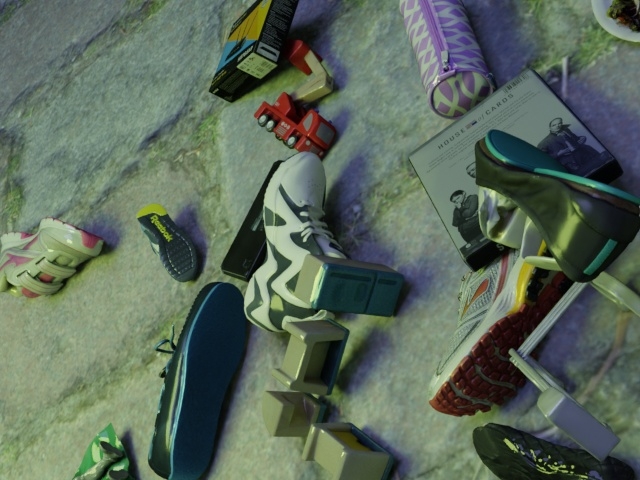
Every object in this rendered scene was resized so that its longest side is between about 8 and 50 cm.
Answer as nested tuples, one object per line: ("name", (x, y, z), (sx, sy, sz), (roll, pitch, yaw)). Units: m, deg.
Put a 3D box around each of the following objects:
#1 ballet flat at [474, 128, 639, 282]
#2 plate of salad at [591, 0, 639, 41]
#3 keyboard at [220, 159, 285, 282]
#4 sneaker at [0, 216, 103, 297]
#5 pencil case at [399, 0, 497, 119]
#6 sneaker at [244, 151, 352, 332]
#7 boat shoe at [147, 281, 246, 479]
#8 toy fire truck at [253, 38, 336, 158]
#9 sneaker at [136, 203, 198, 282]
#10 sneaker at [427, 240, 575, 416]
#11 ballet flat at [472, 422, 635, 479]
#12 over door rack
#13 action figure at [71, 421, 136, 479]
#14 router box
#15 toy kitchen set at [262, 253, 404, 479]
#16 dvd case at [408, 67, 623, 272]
("ballet flat", (0.191, -0.033, 0.935), (0.280, 0.095, 0.096), (-118, 48, -73))
("plate of salad", (0.384, -0.307, 1.129), (0.200, 0.048, 0.199), (-24, 50, 31))
("keyboard", (-0.066, -0.026, 1.403), (0.108, 0.023, 0.180), (13, 75, 55))
("sneaker", (-0.443, 0.038, 1.677), (0.252, 0.103, 0.111), (-16, 58, 45))
("pencil case", (0.152, -0.242, 1.282), (0.086, 0.088, 0.206), (-33, 44, 22))
("sneaker", (0.000, 0.000, 1.264), (0.153, 0.094, 0.234), (0, 65, 43))
("boat shoe", (-0.173, 0.172, 1.310), (0.089, 0.109, 0.258), (-5, 59, 46))
("toy fire truck", (-0.024, -0.200, 1.457), (0.135, 0.047, 0.192), (-52, 40, 3))
("sneaker", (-0.217, 0.010, 1.507), (0.053, 0.059, 0.144), (-26, 57, -13))
("sneaker", (0.179, 0.080, 1.052), (0.225, 0.088, 0.093), (-54, 35, -12))
("ballet flat", (0.212, 0.209, 0.964), (0.173, 0.049, 0.057), (14, 118, 49))
("over door rack", (0.274, 0.059, 0.847), (0.239, 0.108, 0.324), (-52, -4, 4))
("action figure", (-0.343, 0.367, 1.383), (0.232, 0.063, 0.137), (-46, 44, 17))
("router box", (-0.100, -0.298, 1.555), (0.179, 0.046, 0.133), (-24, 46, 60))
("toy kitchen set", (0.047, 0.143, 1.134), (0.166, 0.122, 0.207), (29, 106, 49))
("dvd case", (0.200, -0.084, 1.119), (0.179, 0.029, 0.238), (-35, 30, 11))
